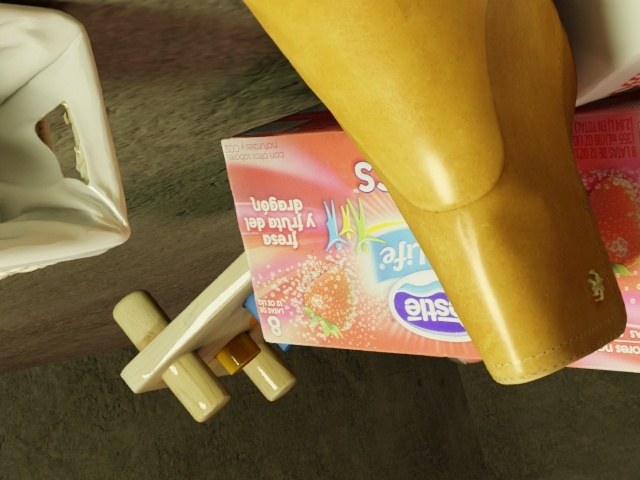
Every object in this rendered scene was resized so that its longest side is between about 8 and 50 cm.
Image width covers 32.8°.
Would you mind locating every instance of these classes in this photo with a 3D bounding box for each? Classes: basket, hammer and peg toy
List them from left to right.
[{"bbox_3d":[-0.184,-0.031,0.459,0.167,0.113,0.103,-8,172,-43],"label":"basket"},{"bbox_3d":[0.000,0.000,0.961,0.361,0.127,0.266,-44,167,12],"label":"hammer and peg toy"}]

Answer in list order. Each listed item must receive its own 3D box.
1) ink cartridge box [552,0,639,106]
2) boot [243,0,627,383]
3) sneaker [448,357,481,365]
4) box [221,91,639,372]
[{"bbox_3d":[0.225,-0.148,0.476,0.237,0.100,0.172,-14,173,-8],"label":"ink cartridge box"},{"bbox_3d":[0.046,-0.050,0.402,0.104,0.211,0.295,-20,172,25],"label":"boot"},{"bbox_3d":[0.185,-0.010,0.812,0.136,0.116,0.314,11,130,-15],"label":"sneaker"},{"bbox_3d":[0.108,-0.021,0.660,0.300,0.142,0.154,0,-161,37],"label":"box"}]
